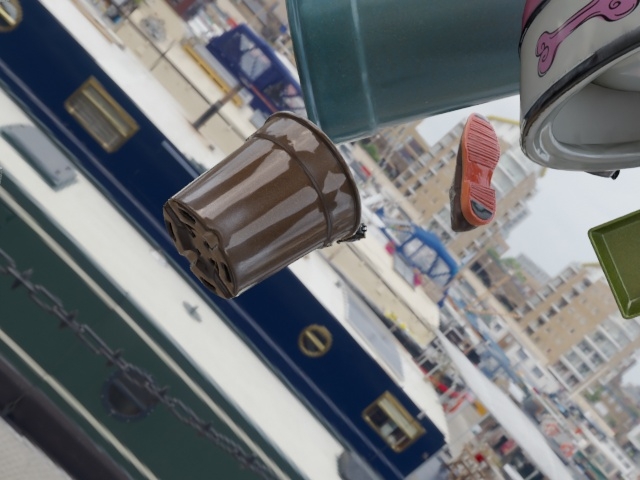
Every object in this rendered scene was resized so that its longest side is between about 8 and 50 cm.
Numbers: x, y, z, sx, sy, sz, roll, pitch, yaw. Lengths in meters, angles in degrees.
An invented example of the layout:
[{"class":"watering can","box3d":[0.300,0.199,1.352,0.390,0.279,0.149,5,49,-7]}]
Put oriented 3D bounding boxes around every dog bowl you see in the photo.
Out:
[{"class":"dog bowl","box3d":[0.389,-0.211,0.716,0.408,0.408,0.150,31,47,-68]}]

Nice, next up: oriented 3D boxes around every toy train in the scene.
[{"class":"toy train","box3d":[0.000,0.000,1.056,0.036,0.158,0.027,32,52,-56]}]

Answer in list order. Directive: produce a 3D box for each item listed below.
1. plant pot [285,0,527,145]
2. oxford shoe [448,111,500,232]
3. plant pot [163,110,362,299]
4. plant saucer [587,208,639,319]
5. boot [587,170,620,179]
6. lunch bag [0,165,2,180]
[{"class":"plant pot","box3d":[0.139,-0.317,1.039,0.341,0.334,0.341,-7,90,-82]},{"class":"oxford shoe","box3d":[0.307,-0.144,1.490,0.097,0.271,0.098,22,-28,-20]},{"class":"plant pot","box3d":[-0.071,-0.032,0.786,0.167,0.165,0.167,39,-31,29]},{"class":"plant saucer","box3d":[0.613,0.026,1.317,0.188,0.188,0.045,65,15,-5]},{"class":"boot","box3d":[0.519,-0.227,1.331,0.263,0.229,0.091,21,35,-21]},{"class":"lunch bag","box3d":[-0.484,-0.016,0.825,0.169,0.235,0.287,7,26,-48]}]
